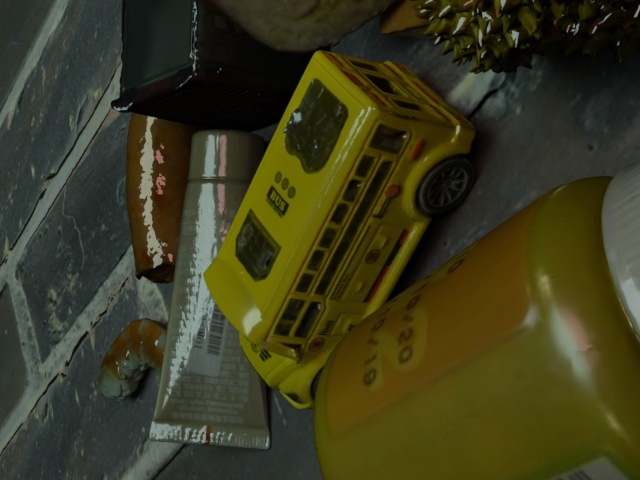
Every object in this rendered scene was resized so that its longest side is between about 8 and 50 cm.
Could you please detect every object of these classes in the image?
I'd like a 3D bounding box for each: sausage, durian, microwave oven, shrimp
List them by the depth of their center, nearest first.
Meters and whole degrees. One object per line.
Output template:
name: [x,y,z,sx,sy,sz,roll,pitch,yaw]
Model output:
durian: [0.169,-0.230,0.724,0.293,0.258,0.258,-21,69,53]
microwave oven: [-0.112,-0.251,1.118,0.188,0.178,0.248,-7,78,48]
sausage: [-0.178,-0.083,1.237,0.108,0.108,0.271,-11,77,50]
shrimp: [-0.213,0.183,1.289,0.161,0.049,0.166,-54,55,29]

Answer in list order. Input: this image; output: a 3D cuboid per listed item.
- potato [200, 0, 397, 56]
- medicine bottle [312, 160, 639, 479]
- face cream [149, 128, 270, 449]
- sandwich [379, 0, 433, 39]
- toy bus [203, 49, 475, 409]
potato: [-0.044,-0.349,0.896,0.288,0.301,0.237,-23,54,6]
medicine bottle: [0.186,0.074,0.660,0.384,0.224,0.224,-40,55,42]
face cream: [-0.112,0.052,1.140,0.137,0.084,0.342,2,84,11]
sandwich: [0.111,-0.282,0.940,0.162,0.058,0.193,6,91,52]
toy bus: [0.000,0.000,0.961,0.144,0.152,0.330,49,121,41]
